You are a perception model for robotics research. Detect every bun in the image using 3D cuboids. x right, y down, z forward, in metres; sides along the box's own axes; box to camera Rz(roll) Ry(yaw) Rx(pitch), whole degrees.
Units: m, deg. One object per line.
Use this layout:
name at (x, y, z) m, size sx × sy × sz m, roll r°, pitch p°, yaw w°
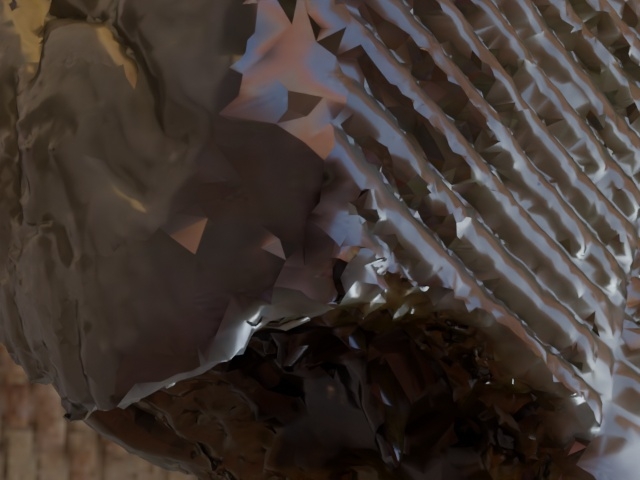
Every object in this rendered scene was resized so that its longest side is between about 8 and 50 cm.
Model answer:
bun at (0.004, -0.014, 0.554) m, size 0.204 × 0.281 × 0.282 m, roll -6°, pitch -101°, yaw 43°
